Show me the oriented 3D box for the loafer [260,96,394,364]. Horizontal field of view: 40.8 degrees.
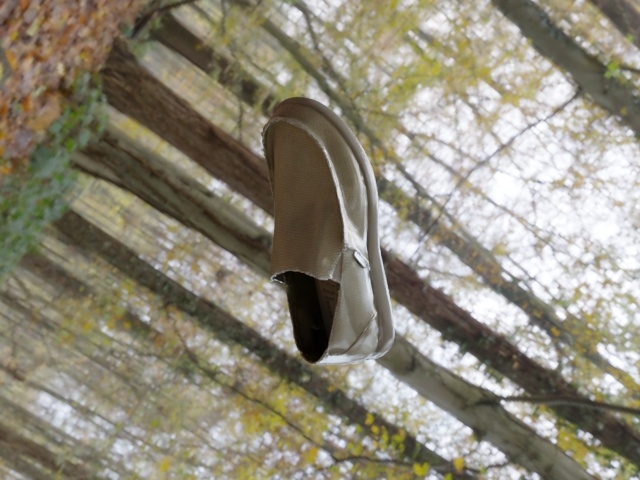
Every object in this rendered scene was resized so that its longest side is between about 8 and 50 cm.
[{"bbox_3d":[0.000,0.000,0.443,0.056,0.148,0.050,-6,-165,46],"label":"loafer"}]
